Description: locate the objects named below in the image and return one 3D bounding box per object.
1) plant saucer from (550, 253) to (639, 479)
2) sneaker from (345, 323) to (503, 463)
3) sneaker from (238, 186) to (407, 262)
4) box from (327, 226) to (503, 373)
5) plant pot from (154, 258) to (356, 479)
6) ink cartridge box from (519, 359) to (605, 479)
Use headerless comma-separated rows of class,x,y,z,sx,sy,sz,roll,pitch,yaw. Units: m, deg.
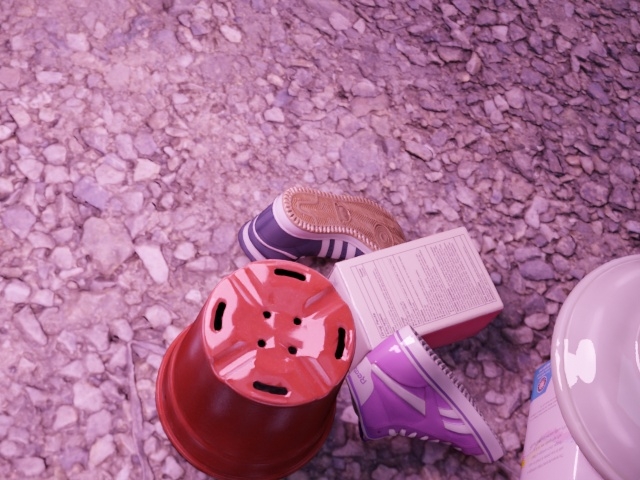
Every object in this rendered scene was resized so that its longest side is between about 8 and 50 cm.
plant saucer,0.520,0.186,1.385,0.400,0.100,0.401,6,63,-13
sneaker,0.142,0.258,1.461,0.161,0.102,0.282,-39,115,5
sneaker,0.000,0.000,1.581,0.282,0.153,0.099,15,53,-42
box,0.136,0.094,1.541,0.232,0.127,0.149,-15,69,-21
plant pot,-0.078,0.170,1.367,0.272,0.265,0.273,6,63,-12
ink cartridge box,0.424,0.312,1.466,0.197,0.198,0.270,19,62,-6
